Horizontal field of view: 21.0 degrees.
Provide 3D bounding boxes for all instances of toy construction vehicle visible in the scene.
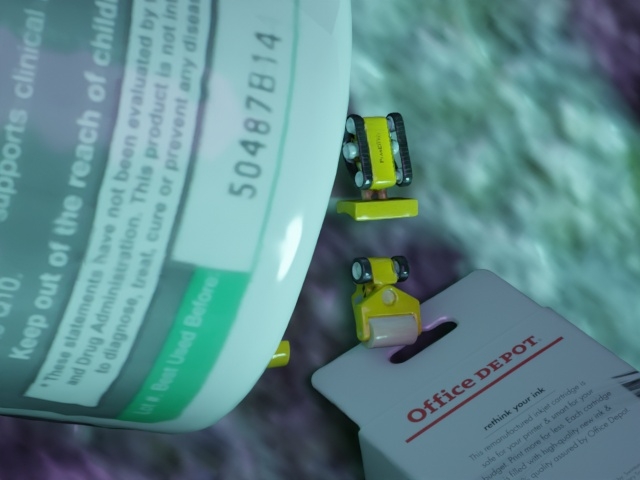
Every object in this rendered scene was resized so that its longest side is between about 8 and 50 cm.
[{"bbox_3d":[0.000,0.000,0.712,0.086,0.035,0.098,-8,84,-29],"label":"toy construction vehicle"}]

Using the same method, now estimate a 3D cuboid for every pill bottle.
[{"bbox_3d":[-0.190,-0.059,0.543,0.361,0.204,0.204,10,80,-22],"label":"pill bottle"}]

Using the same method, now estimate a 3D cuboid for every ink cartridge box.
[{"bbox_3d":[0.090,0.096,0.690,0.104,0.180,0.060,-31,135,-22],"label":"ink cartridge box"}]
